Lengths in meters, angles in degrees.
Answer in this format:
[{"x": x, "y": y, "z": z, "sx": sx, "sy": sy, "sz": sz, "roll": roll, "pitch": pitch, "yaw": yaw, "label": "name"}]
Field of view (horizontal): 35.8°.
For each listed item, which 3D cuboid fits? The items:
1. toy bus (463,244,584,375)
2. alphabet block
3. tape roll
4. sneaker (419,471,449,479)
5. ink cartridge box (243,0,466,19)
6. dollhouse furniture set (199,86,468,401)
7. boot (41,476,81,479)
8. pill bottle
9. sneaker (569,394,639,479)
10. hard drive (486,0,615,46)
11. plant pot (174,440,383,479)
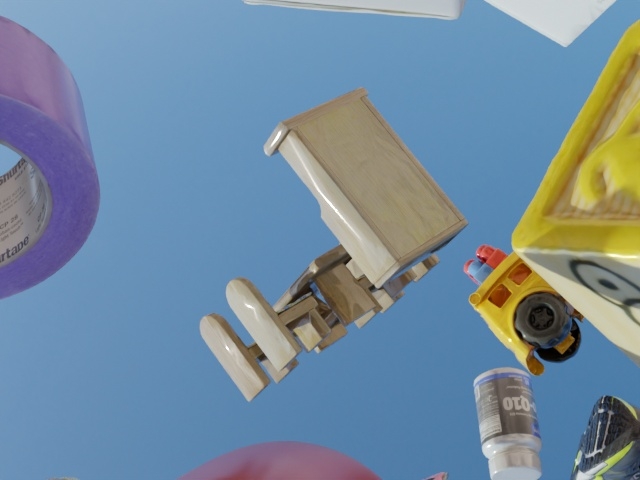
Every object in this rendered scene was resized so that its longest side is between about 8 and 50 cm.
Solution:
[{"x": 0.324, "y": 0.058, "z": 1.478, "sx": 0.220, "sy": 0.149, "sz": 0.211, "roll": -47, "pitch": -120, "yaw": 2, "label": "toy bus"}, {"x": 0.274, "y": -0.013, "z": 0.603, "sx": 0.192, "sy": 0.197, "sz": 0.193, "roll": 3, "pitch": -122, "yaw": 57, "label": "alphabet block"}, {"x": -0.235, "y": -0.046, "z": 0.607, "sx": 0.189, "sy": 0.189, "sz": 0.080, "roll": -12, "pitch": -129, "yaw": -12, "label": "tape roll"}, {"x": 0.198, "y": 0.367, "z": 1.030, "sx": 0.319, "sy": 0.131, "sz": 0.112, "roll": 35, "pitch": -153, "yaw": -6, "label": "sneaker"}, {"x": 0.051, "y": -0.296, "z": 0.538, "sx": 0.129, "sy": 0.223, "sz": 0.307, "roll": 9, "pitch": -136, "yaw": 16, "label": "ink cartridge box"}, {"x": 0.000, "y": 0.000, "z": 0.946, "sx": 0.212, "sy": 0.242, "sz": 0.161, "roll": -29, "pitch": -103, "yaw": -39, "label": "dollhouse furniture set"}, {"x": -0.221, "y": 0.230, "z": 0.566, "sx": 0.165, "sy": 0.077, "sz": 0.213, "roll": 23, "pitch": -118, "yaw": -31, "label": "boot"}, {"x": 0.245, "y": 0.242, "z": 1.288, "sx": 0.078, "sy": 0.078, "sz": 0.137, "roll": -3, "pitch": -124, "yaw": 0, "label": "pill bottle"}, {"x": 0.417, "y": 0.294, "z": 1.344, "sx": 0.121, "sy": 0.300, "sz": 0.111, "roll": 13, "pitch": -112, "yaw": 12, "label": "sneaker"}, {"x": 0.295, "y": -0.423, "z": 1.458, "sx": 0.307, "sy": 0.203, "sz": 0.040, "roll": 27, "pitch": -121, "yaw": -11, "label": "hard drive"}, {"x": -0.058, "y": 0.295, "z": 0.814, "sx": 0.275, "sy": 0.243, "sz": 0.275, "roll": -3, "pitch": -104, "yaw": 12, "label": "plant pot"}]
